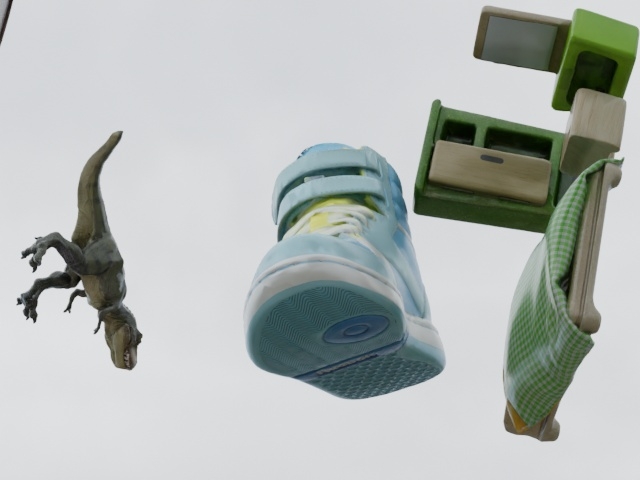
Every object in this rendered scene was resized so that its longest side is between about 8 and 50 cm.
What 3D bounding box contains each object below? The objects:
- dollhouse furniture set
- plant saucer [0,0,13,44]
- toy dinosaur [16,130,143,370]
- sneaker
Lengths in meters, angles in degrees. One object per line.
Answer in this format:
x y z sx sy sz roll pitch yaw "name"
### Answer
0.144 -0.017 1.423 0.151 0.301 0.197 12 -33 3 "dollhouse furniture set"
-0.222 -0.127 1.139 0.029 0.168 0.168 18 -26 -5 "plant saucer"
-0.241 0.021 1.801 0.118 0.064 0.268 -23 -51 -29 "toy dinosaur"
0.000 0.000 1.426 0.127 0.208 0.319 -17 -19 9 "sneaker"
